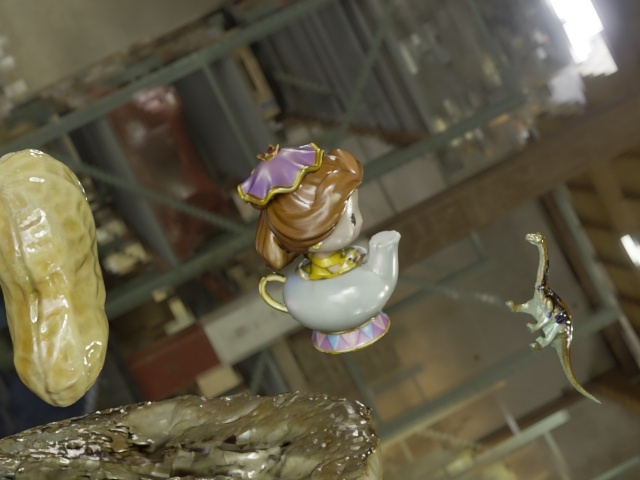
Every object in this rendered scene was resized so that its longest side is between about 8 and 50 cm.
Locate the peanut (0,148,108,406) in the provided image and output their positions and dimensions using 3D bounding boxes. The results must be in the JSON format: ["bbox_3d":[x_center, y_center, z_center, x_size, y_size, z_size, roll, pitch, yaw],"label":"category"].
[{"bbox_3d":[-0.324,0.045,1.913,0.147,0.147,0.305,-148,-133,-75],"label":"peanut"}]

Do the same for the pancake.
[{"bbox_3d":[-0.138,0.196,1.221,0.387,0.387,0.082,-144,-134,-73],"label":"pancake"}]

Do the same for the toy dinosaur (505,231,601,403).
[{"bbox_3d":[0.210,0.081,1.511,0.037,0.058,0.180,-133,-160,-64],"label":"toy dinosaur"}]

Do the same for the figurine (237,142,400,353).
[{"bbox_3d":[0.000,0.000,1.946,0.142,0.190,0.263,-84,158,-64],"label":"figurine"}]
